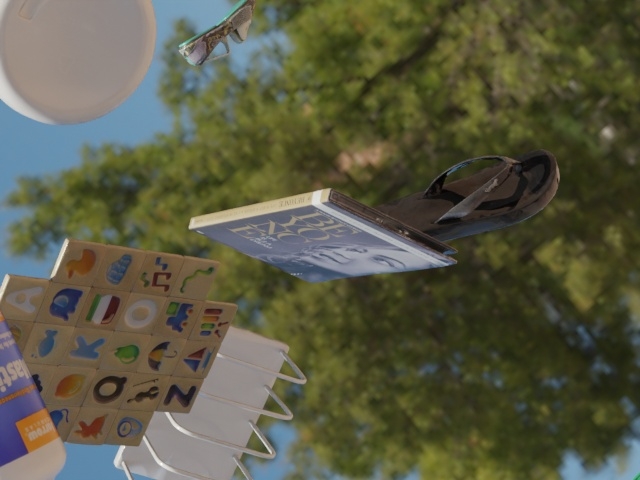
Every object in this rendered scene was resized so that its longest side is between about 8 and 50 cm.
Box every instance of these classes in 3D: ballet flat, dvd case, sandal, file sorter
[{"bbox_3d":[-0.103,-0.222,1.685,0.041,0.114,0.041,35,149,24],"label":"ballet flat"},{"bbox_3d":[0.000,0.000,1.515,0.164,0.221,0.018,25,-112,-34],"label":"dvd case"},{"bbox_3d":[0.154,-0.047,1.743,0.097,0.254,0.054,-128,21,-53],"label":"sandal"},{"bbox_3d":[-0.165,0.283,2.433,0.193,0.278,0.173,20,-172,-24],"label":"file sorter"}]

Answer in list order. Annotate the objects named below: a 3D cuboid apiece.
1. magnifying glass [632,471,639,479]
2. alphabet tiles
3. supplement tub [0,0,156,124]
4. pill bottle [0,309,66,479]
[{"bbox_3d":[0.510,0.298,2.031,0.026,0.231,0.092,59,-164,-24],"label":"magnifying glass"},{"bbox_3d":[-0.271,0.135,1.963,0.342,0.285,0.011,9,-157,-40],"label":"alphabet tiles"},{"bbox_3d":[-0.362,-0.293,2.022,0.228,0.228,0.316,40,179,-32],"label":"supplement tub"},{"bbox_3d":[-0.350,0.192,1.582,0.272,0.152,0.152,64,-165,0],"label":"pill bottle"}]
